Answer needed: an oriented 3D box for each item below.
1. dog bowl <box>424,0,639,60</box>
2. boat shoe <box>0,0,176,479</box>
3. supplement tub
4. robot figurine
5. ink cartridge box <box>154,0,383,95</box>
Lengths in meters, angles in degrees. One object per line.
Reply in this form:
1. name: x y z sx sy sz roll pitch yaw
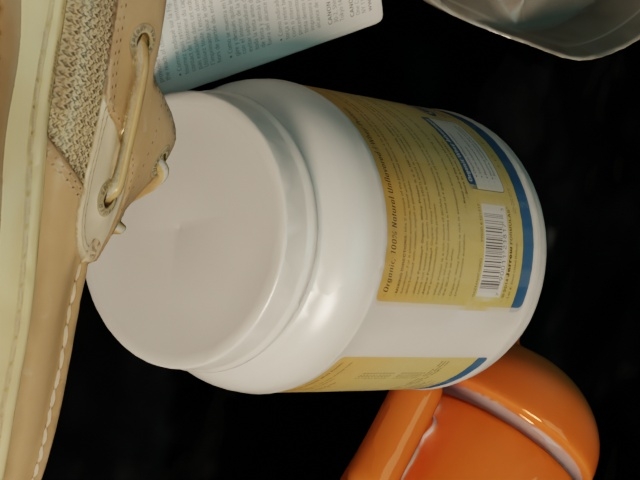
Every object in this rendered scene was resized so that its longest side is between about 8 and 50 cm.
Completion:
1. dog bowl: 0.116 -0.272 0.951 0.349 0.102 0.349 -20 117 -46
2. boat shoe: -0.107 -0.044 0.721 0.110 0.121 0.341 -1 106 -39
3. supplement tub: 0.000 0.000 0.867 0.200 0.144 0.144 5 98 -52
4. robot figurine: 0.076 0.148 1.030 0.158 0.128 0.219 36 70 -9
5. ink cartridge box: -0.083 -0.153 0.806 0.225 0.056 0.181 -21 120 -24
